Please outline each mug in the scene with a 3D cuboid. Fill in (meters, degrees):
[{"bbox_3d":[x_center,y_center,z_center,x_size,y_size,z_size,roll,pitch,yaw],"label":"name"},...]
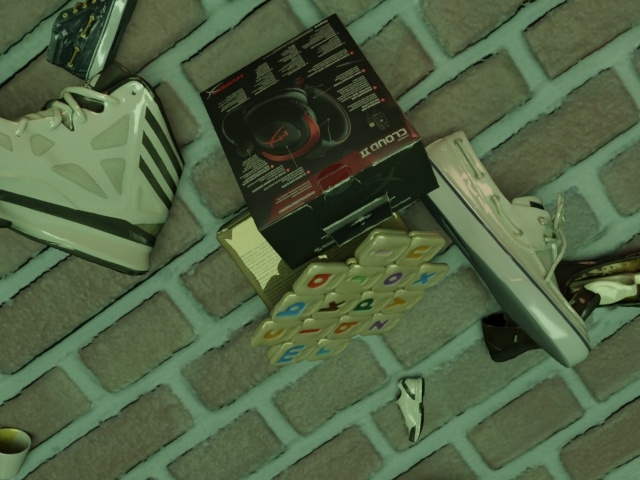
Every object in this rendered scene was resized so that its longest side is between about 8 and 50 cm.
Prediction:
[{"bbox_3d":[-0.493,0.334,1.115,0.062,0.078,0.064,4,115,-36],"label":"mug"}]

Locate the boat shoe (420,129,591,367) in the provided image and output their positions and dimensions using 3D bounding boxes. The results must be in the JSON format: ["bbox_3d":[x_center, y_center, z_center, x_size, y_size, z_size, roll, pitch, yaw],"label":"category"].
[{"bbox_3d":[0.270,-0.013,0.959,0.156,0.136,0.367,-34,60,1],"label":"boat shoe"}]

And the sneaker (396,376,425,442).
[{"bbox_3d":[0.143,0.267,1.131,0.044,0.040,0.109,2,100,14],"label":"sneaker"}]

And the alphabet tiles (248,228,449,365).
[{"bbox_3d":[0.044,0.083,0.980,0.278,0.021,0.284,1,140,-43],"label":"alphabet tiles"}]

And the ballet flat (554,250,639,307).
[{"bbox_3d":[0.471,0.066,1.064,0.281,0.096,0.095,-10,102,0],"label":"ballet flat"}]

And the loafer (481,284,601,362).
[{"bbox_3d":[0.304,0.113,1.030,0.078,0.080,0.220,53,141,5],"label":"loafer"}]

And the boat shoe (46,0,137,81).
[{"bbox_3d":[-0.307,-0.308,0.964,0.083,0.065,0.183,23,102,-9],"label":"boat shoe"}]

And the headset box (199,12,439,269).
[{"bbox_3d":[-0.003,-0.120,0.907,0.218,0.293,0.110,-30,144,4],"label":"headset box"}]

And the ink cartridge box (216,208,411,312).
[{"bbox_3d":[0.000,0.000,1.035,0.235,0.088,0.193,-32,101,6],"label":"ink cartridge box"}]

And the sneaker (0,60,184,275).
[{"bbox_3d":[-0.374,-0.141,0.908,0.447,0.169,0.257,26,85,-40],"label":"sneaker"}]
